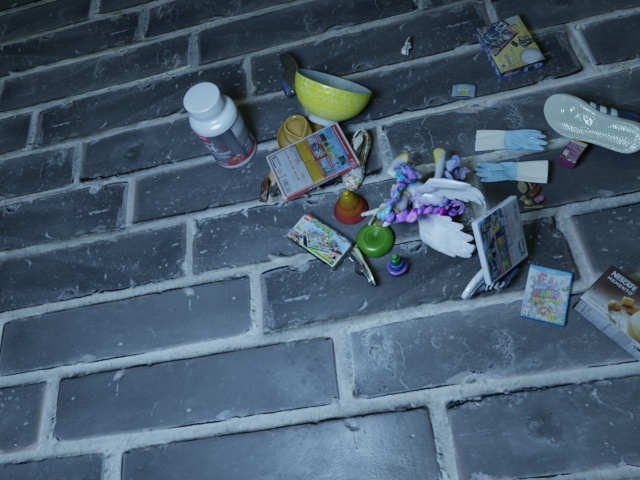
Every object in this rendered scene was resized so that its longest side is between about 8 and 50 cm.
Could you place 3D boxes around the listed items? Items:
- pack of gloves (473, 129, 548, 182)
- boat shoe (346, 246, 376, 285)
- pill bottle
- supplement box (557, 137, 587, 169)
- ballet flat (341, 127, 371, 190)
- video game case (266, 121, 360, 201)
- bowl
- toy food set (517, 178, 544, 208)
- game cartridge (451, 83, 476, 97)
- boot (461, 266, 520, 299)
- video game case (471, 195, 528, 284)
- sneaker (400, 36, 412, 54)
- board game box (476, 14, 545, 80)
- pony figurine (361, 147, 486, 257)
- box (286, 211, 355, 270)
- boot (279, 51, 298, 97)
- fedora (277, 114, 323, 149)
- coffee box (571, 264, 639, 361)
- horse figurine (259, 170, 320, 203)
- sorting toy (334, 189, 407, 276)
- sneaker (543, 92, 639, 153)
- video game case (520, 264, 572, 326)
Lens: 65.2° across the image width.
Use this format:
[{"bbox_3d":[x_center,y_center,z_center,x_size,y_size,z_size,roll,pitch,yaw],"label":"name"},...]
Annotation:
[{"bbox_3d":[0.637,-0.277,1.681,0.232,0.046,0.194,4,74,20],"label":"pack of gloves"},{"bbox_3d":[0.132,0.090,1.611,0.049,0.056,0.152,-30,53,3],"label":"boat shoe"},{"bbox_3d":[-0.363,-0.414,1.810,0.177,0.318,0.176,-6,64,12],"label":"pill bottle"},{"bbox_3d":[0.820,-0.282,1.629,0.055,0.043,0.083,34,76,24],"label":"supplement box"},{"bbox_3d":[0.123,-0.295,1.778,0.091,0.077,0.240,6,67,15],"label":"ballet flat"},{"bbox_3d":[-0.030,-0.278,1.754,0.285,0.025,0.204,-26,61,2],"label":"video game case"},{"bbox_3d":[0.029,-0.509,1.837,0.290,0.289,0.156,30,118,24],"label":"bowl"},{"bbox_3d":[0.679,-0.149,1.615,0.078,0.019,0.122,-1,57,12],"label":"toy food set"},{"bbox_3d":[0.526,-0.549,1.840,0.083,0.017,0.055,6,63,16],"label":"game cartridge"},{"bbox_3d":[0.509,0.123,1.494,0.086,0.069,0.190,40,76,22],"label":"boot"},{"bbox_3d":[0.518,-0.001,1.439,0.184,0.201,0.023,-31,24,-26],"label":"video game case"},{"bbox_3d":[0.347,-0.765,1.979,0.037,0.032,0.083,24,77,8],"label":"sneaker"},{"bbox_3d":[0.702,-0.720,1.865,0.165,0.042,0.243,-17,63,5],"label":"board game box"},{"bbox_3d":[0.341,-0.136,1.568,0.351,0.302,0.363,14,48,18],"label":"pony figurine"},{"bbox_3d":[0.000,0.000,1.689,0.207,0.036,0.114,33,76,24],"label":"box"},{"bbox_3d":[-0.133,-0.664,2.009,0.106,0.082,0.219,-32,64,-6],"label":"boot"},{"bbox_3d":[-0.083,-0.407,1.877,0.195,0.079,0.194,-5,65,11],"label":"fedora"},{"bbox_3d":[0.844,0.206,1.362,0.141,0.098,0.246,-41,63,-8],"label":"coffee box"},{"bbox_3d":[-0.108,-0.221,1.802,0.264,0.066,0.174,-15,62,6],"label":"horse figurine"},{"bbox_3d":[0.158,-0.044,1.624,0.127,0.126,0.365,-33,62,-4],"label":"sorting toy"},{"bbox_3d":[0.905,-0.386,1.630,0.148,0.131,0.350,-19,45,-31],"label":"sneaker"},{"bbox_3d":[0.664,0.160,1.473,0.119,0.015,0.166,13,68,19],"label":"video game case"}]
